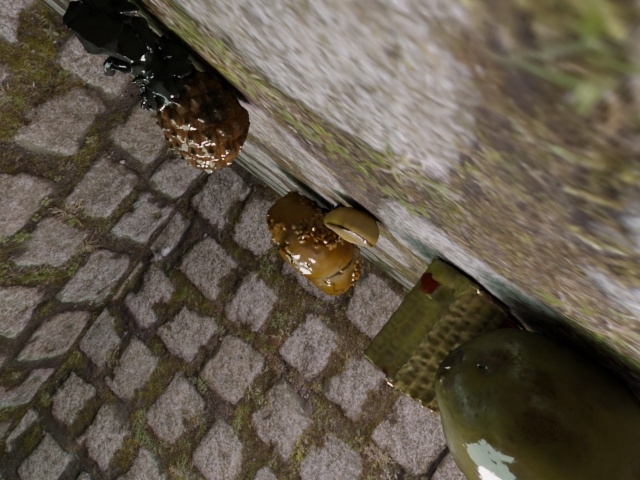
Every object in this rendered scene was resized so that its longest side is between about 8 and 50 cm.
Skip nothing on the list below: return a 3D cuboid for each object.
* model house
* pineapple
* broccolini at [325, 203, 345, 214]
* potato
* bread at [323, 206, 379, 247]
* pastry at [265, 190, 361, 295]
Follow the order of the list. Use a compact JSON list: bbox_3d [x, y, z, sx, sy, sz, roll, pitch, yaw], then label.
[{"bbox_3d":[0.186,0.153,0.717,0.254,0.196,0.160,38,-179,-42],"label":"model house"},{"bbox_3d":[-0.184,-0.188,0.526,0.119,0.111,0.237,-3,146,39],"label":"pineapple"},{"bbox_3d":[0.054,-0.040,1.021,0.054,0.051,0.239,27,180,11],"label":"broccolini"},{"bbox_3d":[0.290,0.248,0.575,0.326,0.221,0.243,43,178,-41],"label":"potato"},{"bbox_3d":[0.057,-0.029,0.786,0.082,0.056,0.115,33,176,-17],"label":"bread"},{"bbox_3d":[0.000,0.000,1.171,0.311,0.161,0.255,39,-161,-50],"label":"pastry"}]
